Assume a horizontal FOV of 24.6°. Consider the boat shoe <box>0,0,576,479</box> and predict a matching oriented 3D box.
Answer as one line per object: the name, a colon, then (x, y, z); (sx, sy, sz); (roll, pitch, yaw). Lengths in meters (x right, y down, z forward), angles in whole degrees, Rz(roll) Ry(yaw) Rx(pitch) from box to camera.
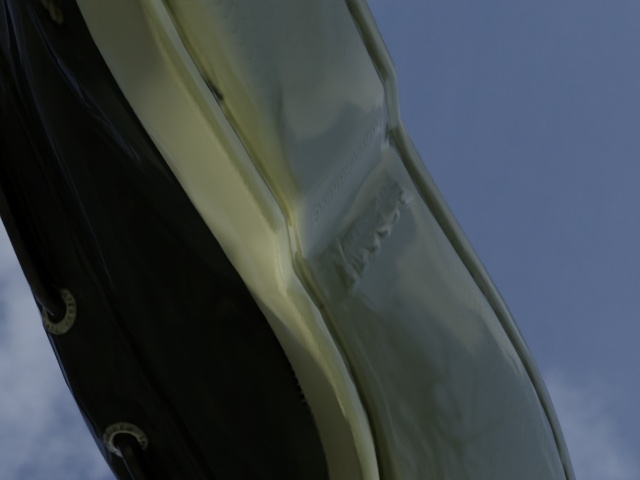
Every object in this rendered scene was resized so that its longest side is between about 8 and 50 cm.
boat shoe: (-0.016, 0.047, 0.431); (0.113, 0.127, 0.340); (-10, -62, 35)
